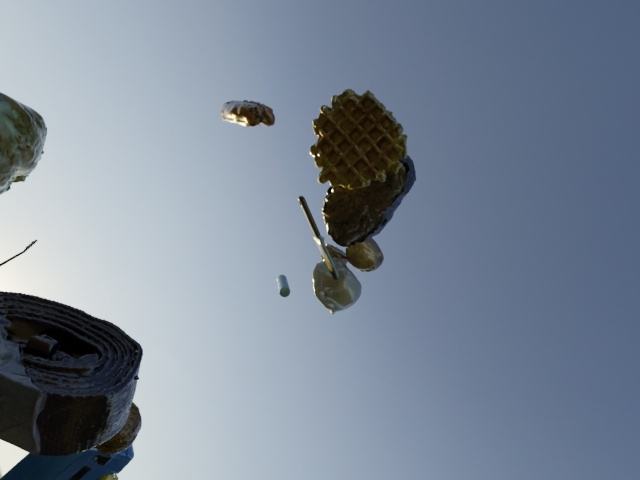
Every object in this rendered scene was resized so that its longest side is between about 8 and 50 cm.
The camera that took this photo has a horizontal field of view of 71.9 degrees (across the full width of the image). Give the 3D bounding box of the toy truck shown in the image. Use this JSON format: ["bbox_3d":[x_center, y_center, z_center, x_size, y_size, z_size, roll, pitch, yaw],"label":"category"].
[{"bbox_3d":[-0.635,0.582,1.042,0.161,0.385,0.162,40,-12,44],"label":"toy truck"}]

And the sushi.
[{"bbox_3d":[0.151,-0.142,1.398,0.211,0.170,0.350,49,-63,12],"label":"sushi"}]

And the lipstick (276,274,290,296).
[{"bbox_3d":[-0.161,0.195,1.911,0.158,0.048,0.048,-123,-160,-72],"label":"lipstick"}]

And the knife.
[{"bbox_3d":[-0.001,0.000,1.384,0.061,0.027,0.343,37,-24,56],"label":"knife"}]

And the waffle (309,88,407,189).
[{"bbox_3d":[0.105,-0.301,1.289,0.306,0.060,0.312,-7,-99,26],"label":"waffle"}]

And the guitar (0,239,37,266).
[{"bbox_3d":[-0.827,0.064,1.114,0.025,0.233,0.088,59,-14,-18],"label":"guitar"}]

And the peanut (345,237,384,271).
[{"bbox_3d":[0.164,0.047,1.675,0.159,0.140,0.109,48,-55,3],"label":"peanut"}]

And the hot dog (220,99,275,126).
[{"bbox_3d":[-0.228,-0.383,1.328,0.269,0.115,0.072,30,-50,51],"label":"hot dog"}]

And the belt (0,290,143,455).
[{"bbox_3d":[-0.422,0.200,0.659,0.288,0.184,0.164,23,-65,0],"label":"belt"}]

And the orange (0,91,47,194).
[{"bbox_3d":[-0.642,-0.162,0.721,0.270,0.368,0.211,-10,-98,25],"label":"orange"}]

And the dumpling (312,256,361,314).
[{"bbox_3d":[0.052,0.152,1.551,0.147,0.258,0.193,-34,-82,33],"label":"dumpling"}]

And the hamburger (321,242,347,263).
[{"bbox_3d":[0.052,0.080,1.698,0.087,0.176,0.102,31,-86,23],"label":"hamburger"}]

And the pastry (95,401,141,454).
[{"bbox_3d":[-0.423,0.381,0.911,0.097,0.109,0.057,9,-60,-2],"label":"pastry"}]
